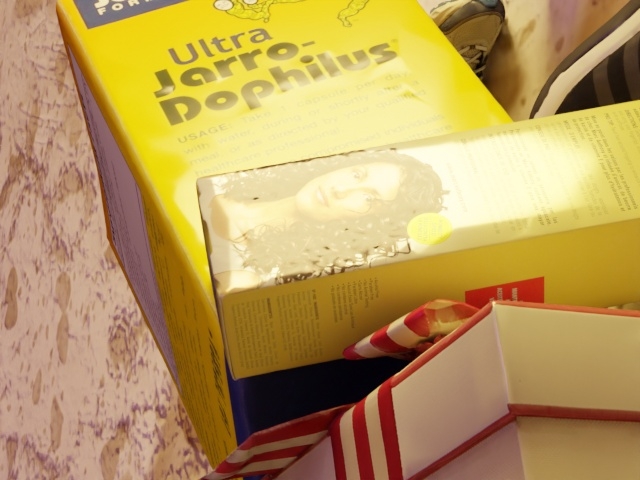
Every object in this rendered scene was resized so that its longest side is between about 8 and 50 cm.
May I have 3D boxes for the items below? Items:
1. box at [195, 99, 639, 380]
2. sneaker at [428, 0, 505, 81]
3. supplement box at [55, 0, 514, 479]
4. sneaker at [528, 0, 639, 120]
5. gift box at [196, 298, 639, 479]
[{"bbox_3d":[0.065,-0.004,0.833,0.087,0.232,0.058,-107,8,-47],"label":"box"},{"bbox_3d":[0.086,-0.102,1.150,0.135,0.052,0.058,120,138,-54],"label":"sneaker"},{"bbox_3d":[0.000,0.000,1.033,0.356,0.195,0.194,-121,18,-47],"label":"supplement box"},{"bbox_3d":[0.179,-0.068,0.894,0.234,0.084,0.097,-56,39,44],"label":"sneaker"},{"bbox_3d":[0.106,0.167,0.789,0.276,0.255,0.258,-37,52,49],"label":"gift box"}]
